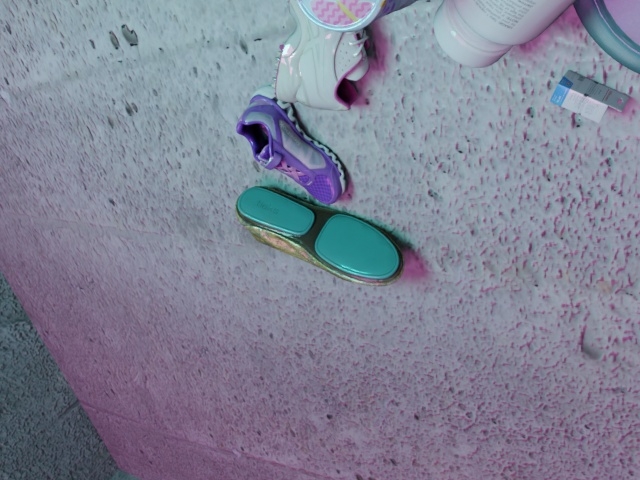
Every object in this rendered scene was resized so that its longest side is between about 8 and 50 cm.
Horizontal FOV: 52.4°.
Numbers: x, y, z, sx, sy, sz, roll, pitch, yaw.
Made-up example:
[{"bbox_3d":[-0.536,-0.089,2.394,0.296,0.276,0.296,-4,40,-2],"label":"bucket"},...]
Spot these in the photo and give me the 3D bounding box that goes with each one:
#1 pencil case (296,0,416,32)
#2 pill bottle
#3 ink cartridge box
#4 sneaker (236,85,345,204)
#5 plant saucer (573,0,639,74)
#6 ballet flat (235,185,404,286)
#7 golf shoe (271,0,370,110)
[{"bbox_3d":[0.074,-0.324,0.744,0.124,0.273,0.113,18,127,22],"label":"pencil case"},{"bbox_3d":[0.221,-0.296,0.726,0.131,0.131,0.229,44,157,-1],"label":"pill bottle"},{"bbox_3d":[0.339,-0.178,0.821,0.083,0.048,0.028,30,137,16],"label":"ink cartridge box"},{"bbox_3d":[-0.058,-0.147,1.119,0.236,0.104,0.095,49,137,-9],"label":"sneaker"},{"bbox_3d":[0.410,-0.300,0.670,0.318,0.044,0.317,22,135,24],"label":"plant saucer"},{"bbox_3d":[0.000,0.000,1.204,0.348,0.123,0.123,24,135,20],"label":"ballet flat"},{"bbox_3d":[0.020,-0.313,0.929,0.140,0.115,0.306,24,143,6],"label":"golf shoe"}]
